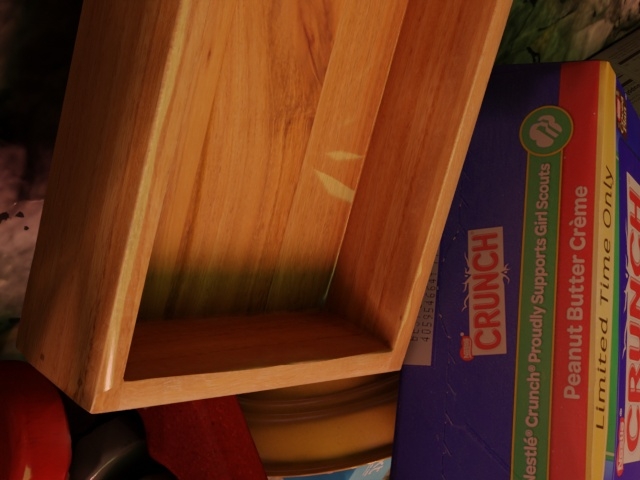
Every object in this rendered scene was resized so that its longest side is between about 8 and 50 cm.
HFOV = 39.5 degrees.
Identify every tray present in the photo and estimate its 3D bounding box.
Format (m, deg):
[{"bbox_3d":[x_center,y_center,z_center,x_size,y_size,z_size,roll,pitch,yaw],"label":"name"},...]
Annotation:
[{"bbox_3d":[0.006,-0.134,0.401,0.202,0.076,0.411,2,109,-48],"label":"tray"}]

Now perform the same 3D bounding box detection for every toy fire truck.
[{"bbox_3d":[-0.120,0.211,0.522,0.169,0.254,0.302,9,115,-55],"label":"toy fire truck"}]

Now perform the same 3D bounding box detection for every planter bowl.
[{"bbox_3d":[0.005,0.089,0.670,0.217,0.217,0.090,-18,100,-41],"label":"planter bowl"}]

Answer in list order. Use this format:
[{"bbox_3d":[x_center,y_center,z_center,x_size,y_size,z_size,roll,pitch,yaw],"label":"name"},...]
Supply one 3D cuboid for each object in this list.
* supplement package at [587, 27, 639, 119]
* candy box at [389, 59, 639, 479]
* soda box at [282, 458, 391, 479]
[{"bbox_3d":[0.334,-0.086,0.896,0.261,0.145,0.204,-31,144,-27],"label":"supplement package"},{"bbox_3d":[0.172,0.062,0.616,0.317,0.122,0.268,26,67,-55],"label":"candy box"},{"bbox_3d":[0.044,0.171,0.847,0.067,0.071,0.210,-3,131,-46],"label":"soda box"}]
